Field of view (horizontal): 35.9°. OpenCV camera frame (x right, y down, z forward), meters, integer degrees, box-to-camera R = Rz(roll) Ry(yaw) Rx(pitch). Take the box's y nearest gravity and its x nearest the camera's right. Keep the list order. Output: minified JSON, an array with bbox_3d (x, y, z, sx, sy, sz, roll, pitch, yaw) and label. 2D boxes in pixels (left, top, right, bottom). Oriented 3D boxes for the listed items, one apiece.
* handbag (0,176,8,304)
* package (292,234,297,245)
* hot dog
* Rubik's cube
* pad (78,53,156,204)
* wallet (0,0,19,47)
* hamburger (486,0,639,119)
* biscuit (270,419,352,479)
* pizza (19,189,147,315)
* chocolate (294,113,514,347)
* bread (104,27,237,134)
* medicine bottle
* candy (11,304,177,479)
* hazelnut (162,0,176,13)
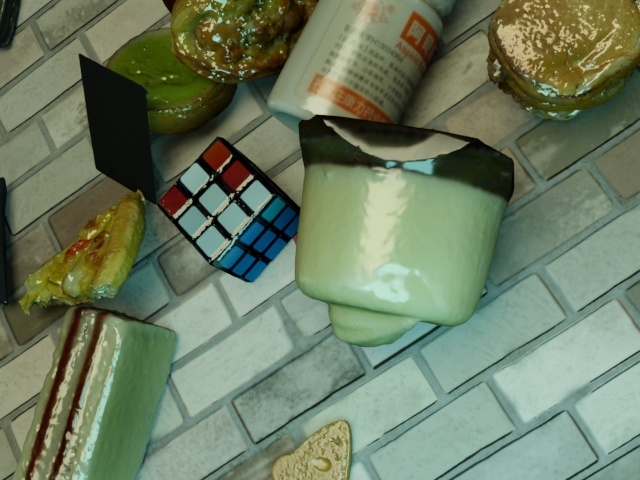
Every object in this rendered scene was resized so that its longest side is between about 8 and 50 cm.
[{"bbox_3d":[-0.688,0.018,1.865,0.211,0.088,0.254,-11,72,11],"label":"handbag"},{"bbox_3d":[0.000,0.000,1.656,0.083,0.029,0.059,-25,61,1],"label":"package"},{"bbox_3d":[-0.122,-0.378,1.683,0.272,0.196,0.122,-23,29,-24],"label":"hot dog"},{"bbox_3d":[-0.143,-0.047,1.647,0.162,0.160,0.163,-45,67,3],"label":"Rubik's cube"},{"bbox_3d":[-0.352,-0.193,1.733,0.160,0.265,0.009,29,50,23],"label":"pad"},{"bbox_3d":[-0.805,-0.512,2.061,0.406,0.062,0.228,5,77,20],"label":"wallet"},{"bbox_3d":[0.382,-0.318,1.504,0.245,0.211,0.260,4,83,13],"label":"hamburger"},{"bbox_3d":[-0.018,0.395,1.555,0.162,0.035,0.250,28,87,19],"label":"biscuit"},{"bbox_3d":[-0.427,0.048,1.712,0.288,0.075,0.280,-32,30,16],"label":"pizza"},{"bbox_3d":[0.110,0.006,1.454,0.314,0.326,0.297,9,75,11],"label":"chocolate"},{"bbox_3d":[-0.267,-0.287,1.760,0.236,0.070,0.236,-1,53,2],"label":"bread"},{"bbox_3d":[0.083,-0.331,1.617,0.211,0.211,0.371,26,86,24],"label":"medicine bottle"},{"bbox_3d":[-0.365,0.274,1.634,0.135,0.179,0.320,13,80,24],"label":"candy"},{"bbox_3d":[-0.195,-0.460,1.777,0.204,0.178,0.178,8,77,-12],"label":"hazelnut"}]
